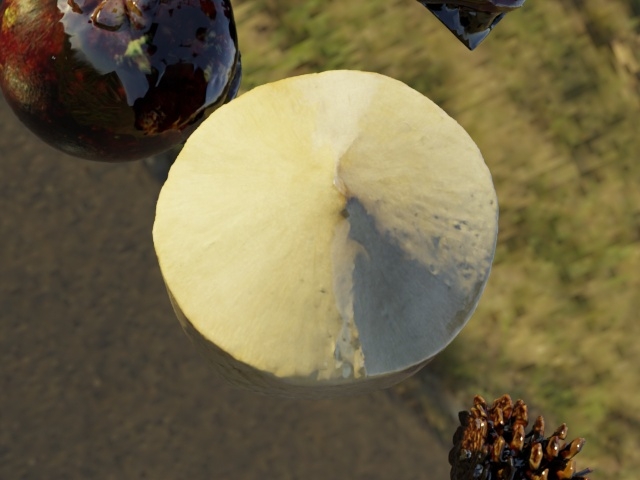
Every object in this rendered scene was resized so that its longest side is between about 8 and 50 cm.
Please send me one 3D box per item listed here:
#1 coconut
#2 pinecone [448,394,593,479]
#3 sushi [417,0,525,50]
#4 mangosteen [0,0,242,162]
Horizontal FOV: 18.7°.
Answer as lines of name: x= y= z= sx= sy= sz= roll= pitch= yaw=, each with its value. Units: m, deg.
coconut: x=0.000 y=0.000 z=1.684 sx=0.329 sy=0.329 sz=0.329 roll=45 pitch=31 yaw=-37
pinecone: x=0.234 y=0.264 z=2.219 sx=0.165 sy=0.163 sz=0.163 roll=15 pitch=43 yaw=-12
sushi: x=0.181 y=-0.368 z=2.195 sx=0.215 sy=0.227 sz=0.212 roll=46 pitch=14 yaw=-6
mangosteen: x=-0.185 y=-0.165 z=1.861 sx=0.289 sy=0.231 sz=0.231 roll=72 pitch=7 yaw=-61
